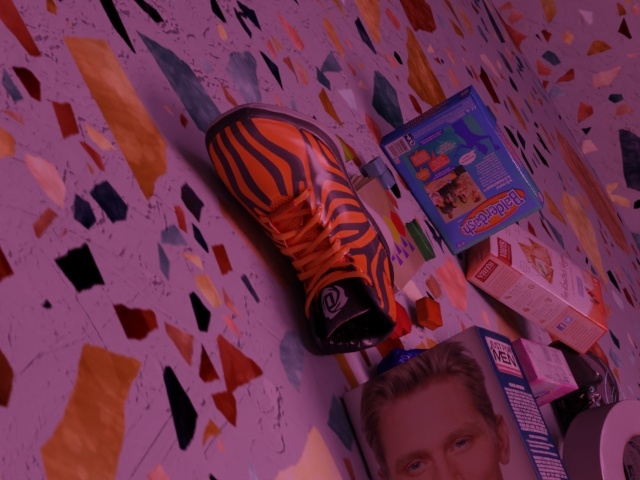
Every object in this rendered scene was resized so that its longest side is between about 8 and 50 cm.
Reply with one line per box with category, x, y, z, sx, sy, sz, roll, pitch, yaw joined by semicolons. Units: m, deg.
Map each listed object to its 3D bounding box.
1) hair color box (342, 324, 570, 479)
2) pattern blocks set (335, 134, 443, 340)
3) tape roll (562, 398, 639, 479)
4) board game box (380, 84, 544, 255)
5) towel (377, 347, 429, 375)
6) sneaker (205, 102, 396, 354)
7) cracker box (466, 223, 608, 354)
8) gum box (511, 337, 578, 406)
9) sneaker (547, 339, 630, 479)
hair color box;0.167;0.281;1.386;0.105;0.174;0.347;23;42;-58
pattern blocks set;0.074;-0.007;1.770;0.285;0.026;0.325;62;20;4
tape roll;0.452;0.348;2.018;0.219;0.072;0.219;19;62;-39
board game box;0.213;-0.103;2.041;0.210;0.160;0.047;56;20;-15
towel;0.184;0.265;1.594;0.227;0.076;0.308;11;52;-66
sneaker;0.000;0.000;1.438;0.321;0.124;0.180;43;25;-40
cracker box;0.338;0.061;2.151;0.232;0.067;0.156;32;27;-12
gum box;0.267;0.190;1.849;0.188;0.107;0.062;20;45;-61
sneaker;0.427;0.278;2.131;0.267;0.101;0.106;61;23;4
